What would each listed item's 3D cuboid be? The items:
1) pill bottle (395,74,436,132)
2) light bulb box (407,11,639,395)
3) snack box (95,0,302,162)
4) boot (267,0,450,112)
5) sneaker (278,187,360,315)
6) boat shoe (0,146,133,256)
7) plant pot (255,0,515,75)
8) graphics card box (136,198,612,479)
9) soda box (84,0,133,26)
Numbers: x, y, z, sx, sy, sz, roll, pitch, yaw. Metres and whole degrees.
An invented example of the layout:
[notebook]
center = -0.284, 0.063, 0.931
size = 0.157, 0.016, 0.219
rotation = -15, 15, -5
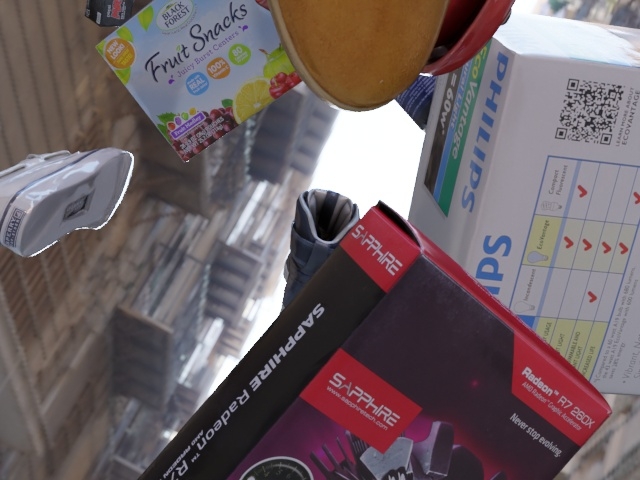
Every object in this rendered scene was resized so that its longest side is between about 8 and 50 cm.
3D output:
[pill bottle]
center = 0.145, -0.214, 1.448
size = 0.219, 0.123, 0.123
rotation = 50, -31, 10
[light bulb box]
center = 0.297, -0.039, 1.214
size = 0.361, 0.225, 0.358
rotation = 6, -68, -13
[snack box]
center = -0.127, -0.221, 1.322
size = 0.207, 0.070, 0.174
rotation = -32, -75, 18
[boot]
center = 0.073, -0.182, 0.402
size = 0.211, 0.104, 0.295
rotation = 18, -69, 48
[sneaker]
center = 0.002, 0.001, 1.437
size = 0.086, 0.226, 0.163
rotation = 11, -69, -2
[boat shoe]
center = -0.286, -0.053, 1.203
size = 0.088, 0.267, 0.096
rotation = 24, -66, 9
[plant pot]
center = 0.063, -0.237, 0.892
size = 0.174, 0.191, 0.191
rotation = 23, -31, -18
[graphics card box]
center = 0.009, 0.184, 0.813
size = 0.233, 0.371, 0.094
rotation = 39, 5, -32
[soda box]
center = -0.324, -0.424, 1.782
size = 0.053, 0.060, 0.169
rotation = 38, -55, 37
